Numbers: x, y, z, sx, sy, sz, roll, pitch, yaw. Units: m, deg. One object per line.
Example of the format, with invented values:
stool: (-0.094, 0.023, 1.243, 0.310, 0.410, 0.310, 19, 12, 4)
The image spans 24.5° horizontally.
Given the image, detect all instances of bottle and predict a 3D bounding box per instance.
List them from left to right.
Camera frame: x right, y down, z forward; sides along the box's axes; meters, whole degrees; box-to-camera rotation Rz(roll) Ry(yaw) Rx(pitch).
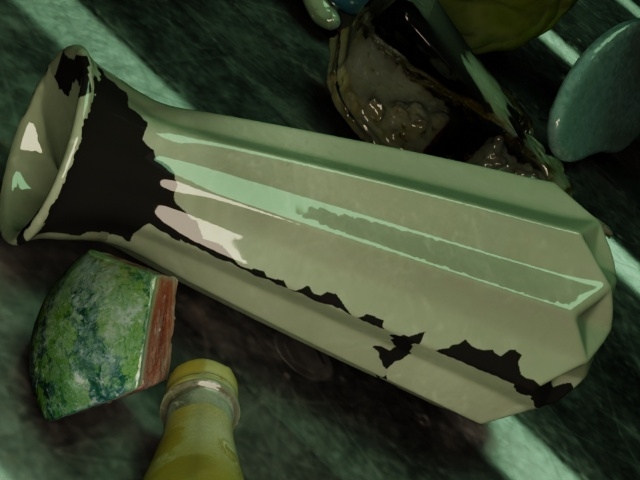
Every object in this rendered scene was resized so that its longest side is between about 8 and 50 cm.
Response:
bottle: (-0.057, 0.143, 0.639, 0.083, 0.083, 0.270, 30, 27, -16)

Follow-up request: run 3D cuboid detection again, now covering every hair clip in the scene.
hair clip: (0.425, -0.220, 1.453, 0.238, 0.392, 0.318, 7, -14, 36)

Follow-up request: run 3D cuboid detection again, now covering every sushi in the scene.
sushi: (0.111, -0.076, 1.186, 0.273, 0.109, 0.134, 48, 21, -14)

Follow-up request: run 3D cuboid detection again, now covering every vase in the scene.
vase: (0.000, 0.000, 0.870, 0.360, 0.165, 0.165, 18, 33, -26)

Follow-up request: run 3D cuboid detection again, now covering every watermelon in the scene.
watermelon: (-0.099, 0.049, 0.727, 0.072, 0.085, 0.092, 5, 21, -34)

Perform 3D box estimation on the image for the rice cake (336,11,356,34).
rice cake: (0.070, -0.155, 1.309, 0.047, 0.036, 0.207, 4, 42, -55)

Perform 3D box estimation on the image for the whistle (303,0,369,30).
whistle: (0.012, -0.248, 1.299, 0.235, 0.114, 0.077, 40, -11, 12)

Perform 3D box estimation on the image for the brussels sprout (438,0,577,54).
brussels sprout: (0.128, -0.337, 1.461, 0.316, 0.242, 0.274, 19, 60, -28)
